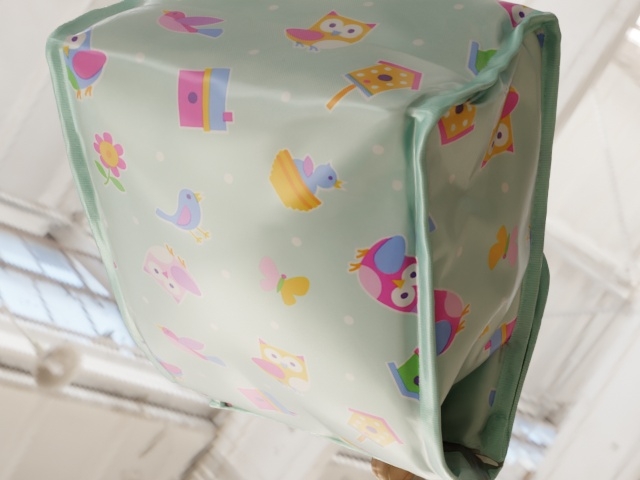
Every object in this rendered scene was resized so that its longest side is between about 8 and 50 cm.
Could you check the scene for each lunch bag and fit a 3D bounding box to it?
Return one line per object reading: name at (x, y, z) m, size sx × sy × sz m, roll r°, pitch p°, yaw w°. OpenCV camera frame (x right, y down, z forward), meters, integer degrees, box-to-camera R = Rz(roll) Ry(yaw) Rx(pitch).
lunch bag at (0.000, 0.000, 0.694) m, size 0.160 × 0.223 × 0.262 m, roll -45°, pitch -40°, yaw -44°

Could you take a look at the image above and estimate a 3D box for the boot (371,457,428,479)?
boot at (0.075, 0.189, 1.078) m, size 0.087 × 0.042 × 0.119 m, roll 11°, pitch -84°, yaw -63°
